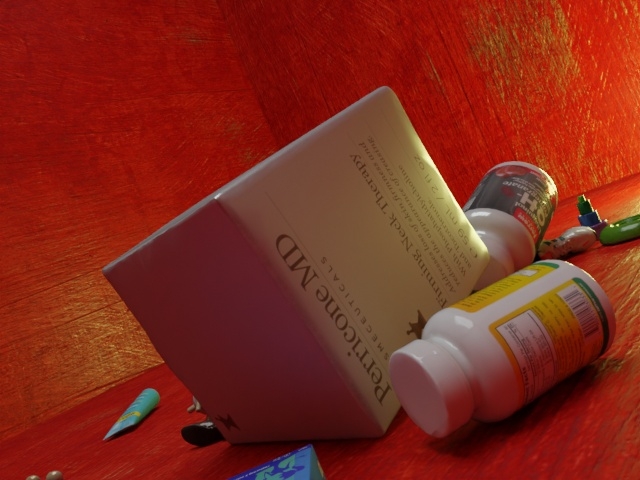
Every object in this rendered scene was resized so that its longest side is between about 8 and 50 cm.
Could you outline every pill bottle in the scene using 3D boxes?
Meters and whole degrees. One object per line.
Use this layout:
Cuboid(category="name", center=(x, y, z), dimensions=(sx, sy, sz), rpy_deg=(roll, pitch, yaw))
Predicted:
Cuboid(category="pill bottle", center=(0.177, 0.106, 0.533), dimensions=(0.209, 0.117, 0.118), rpy_deg=(-22, -1, -24))
Cuboid(category="pill bottle", center=(0.376, -0.022, 1.135), dimensions=(0.176, 0.176, 0.318), rpy_deg=(-24, 18, 47))

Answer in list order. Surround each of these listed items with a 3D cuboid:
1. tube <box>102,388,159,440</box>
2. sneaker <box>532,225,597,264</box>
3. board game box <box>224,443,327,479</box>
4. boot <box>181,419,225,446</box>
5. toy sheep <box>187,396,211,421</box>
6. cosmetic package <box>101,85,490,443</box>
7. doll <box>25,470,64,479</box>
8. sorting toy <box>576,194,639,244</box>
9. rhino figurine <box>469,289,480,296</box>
Cuboid(category="tube", center=(-0.460, 0.432, 1.333), dimensions=(0.080, 0.052, 0.207), rpy_deg=(-34, 4, 5))
Cuboid(category="sneaker", center=(0.508, 0.023, 1.151), dimensions=(0.161, 0.057, 0.075), rpy_deg=(-22, 16, 45))
Cuboid(category="board game box", center=(-0.072, 0.245, 0.417), dimensions=(0.160, 0.047, 0.210), rpy_deg=(-23, 0, -2))
Cuboid(category="boot", center=(-0.160, 0.298, 0.898), dimensions=(0.107, 0.037, 0.114), rpy_deg=(-9, 7, 20))
Cuboid(category="toy sheep", center=(-0.198, 0.293, 1.019), dimensions=(0.132, 0.091, 0.091), rpy_deg=(-28, -2, 4))
Cuboid(category="cosmetic package", center=(-0.019, 0.038, 0.797), dimensions=(0.328, 0.329, 0.394), rpy_deg=(-24, 14, 45))
Cuboid(category="doll", center=(-0.465, 0.418, 0.797), dimensions=(0.129, 0.046, 0.189), rpy_deg=(-13, 6, 4))
Cuboid(category="sorting toy", center=(0.619, -0.070, 1.073), dimensions=(0.127, 0.126, 0.365), rpy_deg=(-23, 0, -5))
Cuboid(category="rhino figurine", center=(0.190, 0.131, 0.896), dimensions=(0.106, 0.073, 0.243), rpy_deg=(-29, 5, -29))
